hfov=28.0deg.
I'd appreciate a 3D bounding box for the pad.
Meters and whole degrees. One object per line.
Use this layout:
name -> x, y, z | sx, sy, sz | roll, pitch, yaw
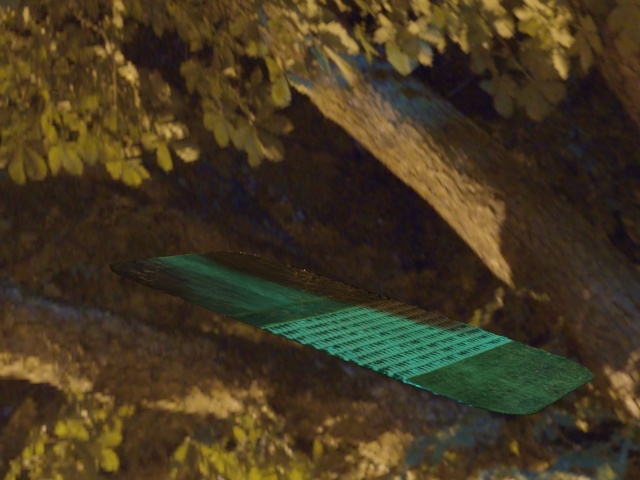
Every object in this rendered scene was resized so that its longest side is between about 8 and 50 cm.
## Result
pad -> -0.009, 0.022, 0.636 | 0.055, 0.250, 0.323 | -68, -24, -7
